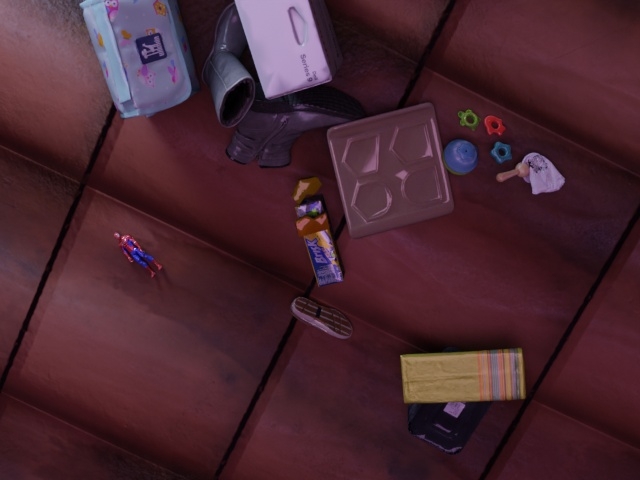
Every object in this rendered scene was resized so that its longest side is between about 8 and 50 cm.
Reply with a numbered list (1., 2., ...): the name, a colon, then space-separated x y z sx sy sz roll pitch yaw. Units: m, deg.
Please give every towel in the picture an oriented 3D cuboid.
1. towel: 0.277 0.262 1.973 0.237 0.021 0.102 -4 100 7

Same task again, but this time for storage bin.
1. storage bin: 0.264 0.322 2.043 0.122 0.084 0.180 29 107 -3

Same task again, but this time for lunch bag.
1. lunch bag: -0.323 -0.339 1.820 0.160 0.262 0.223 -12 103 9

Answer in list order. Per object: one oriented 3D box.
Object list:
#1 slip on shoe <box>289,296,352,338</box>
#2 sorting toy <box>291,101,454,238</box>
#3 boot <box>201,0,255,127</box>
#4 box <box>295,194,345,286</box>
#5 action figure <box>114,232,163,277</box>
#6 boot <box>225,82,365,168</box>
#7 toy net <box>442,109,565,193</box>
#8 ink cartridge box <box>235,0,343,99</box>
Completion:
1. slip on shoe: -0.001 0.160 2.046 0.135 0.051 0.041 25 146 -10
2. sorting toy: 0.088 -0.120 1.932 0.307 0.041 0.229 -15 108 -5
3. boot: -0.156 -0.322 1.835 0.076 0.208 0.190 14 111 -17
4. box: 0.000 0.000 1.989 0.054 0.059 0.169 -14 104 8
5. action figure: -0.371 0.025 2.049 0.115 0.030 0.038 43 110 -5
6. boot: -0.051 -0.210 1.932 0.246 0.083 0.161 4 130 -14
7. toy net: 0.352 -0.158 1.923 0.232 0.045 0.122 20 73 -6
8. ink cartridge box: -0.053 -0.377 1.770 0.121 0.289 0.211 -16 103 9
